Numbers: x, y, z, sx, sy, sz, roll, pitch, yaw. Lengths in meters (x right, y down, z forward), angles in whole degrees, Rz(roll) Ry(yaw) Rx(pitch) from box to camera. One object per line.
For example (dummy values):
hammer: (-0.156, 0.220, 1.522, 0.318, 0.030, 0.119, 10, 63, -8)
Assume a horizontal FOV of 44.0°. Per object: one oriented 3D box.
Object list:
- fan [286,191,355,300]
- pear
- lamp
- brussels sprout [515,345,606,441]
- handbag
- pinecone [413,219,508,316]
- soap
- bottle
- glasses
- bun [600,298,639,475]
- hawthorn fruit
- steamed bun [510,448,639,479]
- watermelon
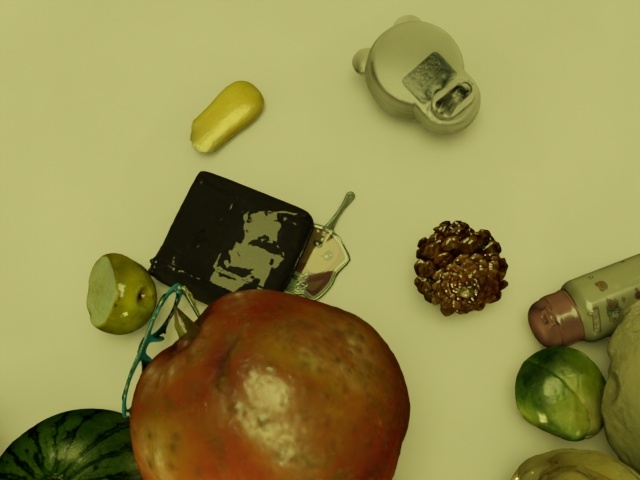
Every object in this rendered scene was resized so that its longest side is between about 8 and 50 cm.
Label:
fan: (0.000, 0.000, 1.433, 0.132, 0.009, 0.220, 32, 78, 12)
pear: (-0.336, 0.094, 1.373, 0.141, 0.104, 0.141, -9, 77, 45)
lamp: (0.188, -0.293, 1.458, 0.179, 0.108, 0.246, -41, 76, -4)
brussels sprout: (0.387, 0.244, 1.273, 0.155, 0.117, 0.155, 0, 90, -18)
handbag: (-0.159, 0.008, 1.403, 0.247, 0.080, 0.223, 22, 77, 13)
pinecone: (0.230, 0.041, 1.334, 0.173, 0.173, 0.174, -1, 73, 4)
soap: (-0.183, -0.235, 1.507, 0.168, 0.033, 0.089, -41, 72, -8)
bottle: (0.460, 0.106, 1.314, 0.233, 0.110, 0.110, -22, 72, -2)
glasses: (-0.230, 0.210, 1.353, 0.207, 0.102, 0.239, 29, 74, -25)
bun: (0.576, 0.215, 1.197, 0.359, 0.211, 0.360, -3, 98, -19)
hawthorn fruit: (-0.083, 0.239, 1.157, 0.402, 0.403, 0.403, -1, 73, 4)
steamed bun: (0.389, 0.468, 1.103, 0.230, 0.372, 0.325, 6, 90, -9)
watermelon: (-0.393, 0.430, 1.246, 0.330, 0.189, 0.331, -3, 74, 10)
